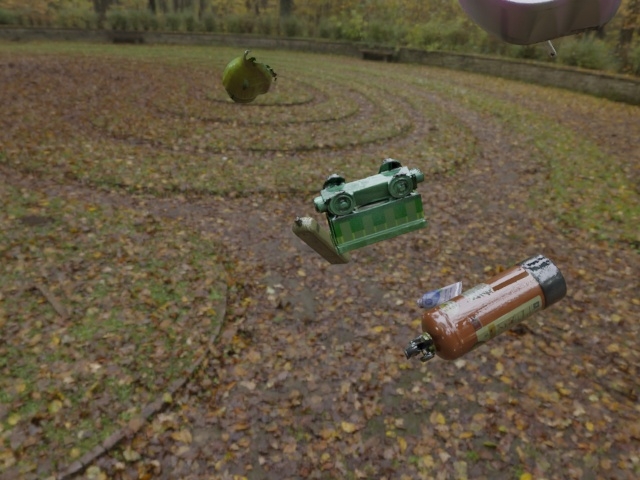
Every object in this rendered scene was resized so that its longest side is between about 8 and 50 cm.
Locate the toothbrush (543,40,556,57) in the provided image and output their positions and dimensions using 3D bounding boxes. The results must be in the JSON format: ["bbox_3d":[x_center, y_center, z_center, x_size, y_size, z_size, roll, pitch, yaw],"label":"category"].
[{"bbox_3d":[0.674,-0.688,1.624,0.304,0.030,0.030,40,4,-33],"label":"toothbrush"}]

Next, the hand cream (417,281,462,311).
[{"bbox_3d":[0.337,0.167,1.464,0.142,0.053,0.084,-25,39,46],"label":"hand cream"}]

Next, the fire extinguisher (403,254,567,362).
[{"bbox_3d":[0.327,0.174,1.099,0.376,0.200,0.113,-25,60,-12],"label":"fire extinguisher"}]

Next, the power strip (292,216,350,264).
[{"bbox_3d":[0.000,0.000,2.002,0.092,0.387,0.066,-8,62,27],"label":"power strip"}]

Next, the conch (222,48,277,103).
[{"bbox_3d":[-0.148,-0.328,1.046,0.095,0.079,0.201,11,-5,-30],"label":"conch"}]

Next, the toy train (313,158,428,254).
[{"bbox_3d":[0.139,-0.094,1.391,0.301,0.202,0.120,-18,32,-2],"label":"toy train"}]

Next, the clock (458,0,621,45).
[{"bbox_3d":[0.440,-0.545,1.023,0.339,0.102,0.338,-6,62,12],"label":"clock"}]
